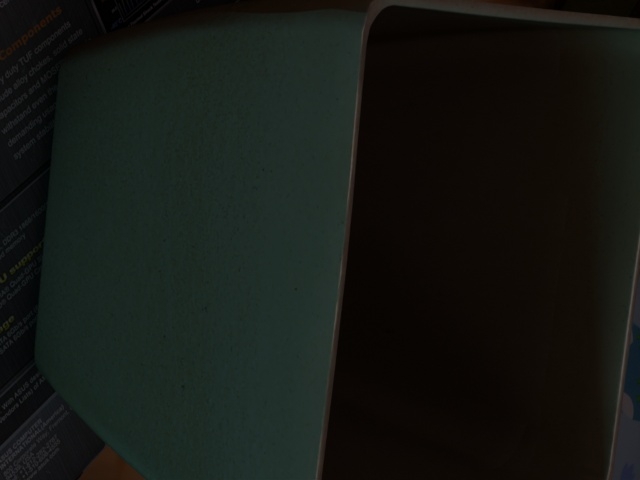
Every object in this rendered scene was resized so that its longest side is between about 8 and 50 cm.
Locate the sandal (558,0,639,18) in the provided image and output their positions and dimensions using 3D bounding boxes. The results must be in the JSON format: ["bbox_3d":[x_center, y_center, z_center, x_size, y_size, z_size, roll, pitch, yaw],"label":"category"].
[{"bbox_3d":[0.152,-0.154,0.619,0.086,0.120,0.302,44,64,-33],"label":"sandal"}]

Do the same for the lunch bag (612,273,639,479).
[{"bbox_3d":[0.083,0.048,0.605,0.151,0.096,0.128,-4,104,-65],"label":"lunch bag"}]

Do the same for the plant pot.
[{"bbox_3d":[0.000,0.000,0.379,0.109,0.096,0.109,-4,104,-51],"label":"plant pot"}]

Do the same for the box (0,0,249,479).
[{"bbox_3d":[-0.090,-0.029,0.384,0.231,0.056,0.183,-47,132,-33],"label":"box"}]
